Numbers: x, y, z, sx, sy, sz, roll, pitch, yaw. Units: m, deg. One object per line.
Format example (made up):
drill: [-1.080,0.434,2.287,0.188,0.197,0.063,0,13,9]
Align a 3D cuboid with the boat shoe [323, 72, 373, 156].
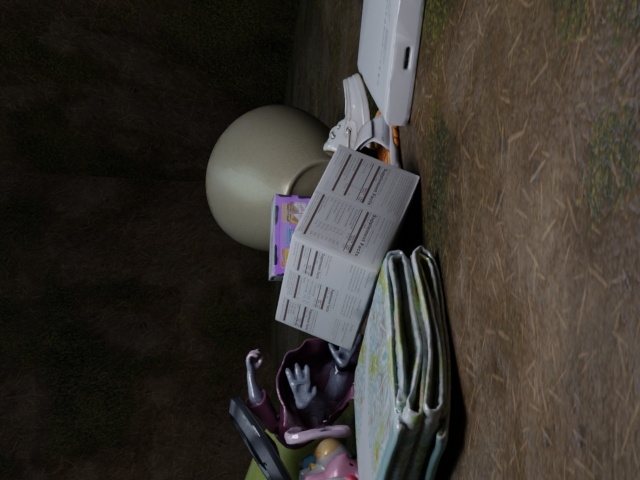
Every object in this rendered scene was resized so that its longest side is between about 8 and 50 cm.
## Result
boat shoe: [0.053,-0.185,2.003,0.098,0.096,0.277,79,-174,-80]

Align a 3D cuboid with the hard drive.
hard drive: [0.121,-0.369,1.864,0.353,0.047,0.233,-105,19,-65]

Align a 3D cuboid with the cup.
cup: [-0.051,-0.111,2.242,0.237,0.331,0.331,29,118,59]

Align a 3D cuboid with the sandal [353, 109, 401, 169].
sandal: [0.096,-0.146,1.848,0.265,0.076,0.102,-95,11,-45]

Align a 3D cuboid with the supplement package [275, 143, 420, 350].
supplement package: [0.041,0.015,1.709,0.262,0.145,0.204,105,-170,-56]

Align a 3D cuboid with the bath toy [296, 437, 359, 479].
bath toy: [0.032,0.455,1.932,0.348,0.129,0.151,174,101,-84]

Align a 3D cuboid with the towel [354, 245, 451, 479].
towel: [0.116,0.238,1.536,0.374,0.090,0.321,101,172,-47]

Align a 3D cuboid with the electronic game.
electronic game: [-0.108,0.398,1.998,0.229,0.048,0.229,55,166,20]

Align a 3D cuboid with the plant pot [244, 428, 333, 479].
plant pot: [-0.064,0.546,2.264,0.276,0.276,0.254,103,180,-53]

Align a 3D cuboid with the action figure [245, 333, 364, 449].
action figure: [-0.010,0.324,2.010,0.370,0.248,0.276,114,151,-52]

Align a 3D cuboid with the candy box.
candy box: [0.000,0.000,2.067,0.070,0.196,0.165,131,141,-73]
